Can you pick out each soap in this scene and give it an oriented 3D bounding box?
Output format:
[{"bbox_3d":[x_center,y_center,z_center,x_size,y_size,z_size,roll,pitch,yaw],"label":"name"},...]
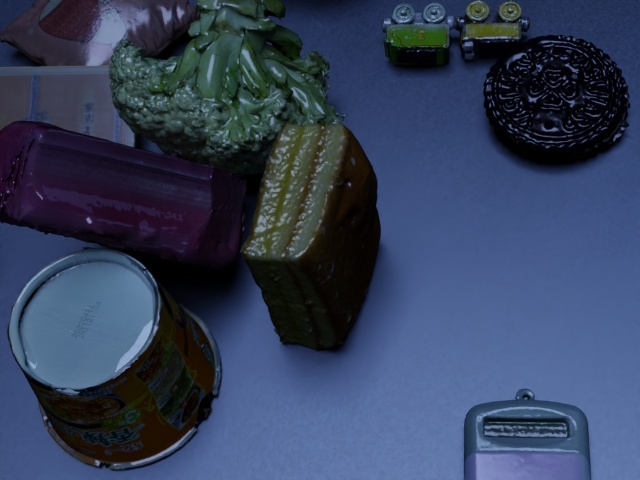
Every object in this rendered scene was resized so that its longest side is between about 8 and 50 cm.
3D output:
[{"bbox_3d":[-0.228,-0.048,1.343,0.220,0.324,0.127,11,86,56],"label":"soap"}]

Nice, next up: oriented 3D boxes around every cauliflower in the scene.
[{"bbox_3d":[-0.107,-0.210,1.438,0.272,0.250,0.275,17,19,17],"label":"cauliflower"}]

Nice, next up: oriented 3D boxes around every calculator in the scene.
[{"bbox_3d":[0.224,0.276,1.236,0.141,0.045,0.246,0,60,9],"label":"calculator"}]

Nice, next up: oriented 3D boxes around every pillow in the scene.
[{"bbox_3d":[-0.318,-0.314,1.630,0.223,0.084,0.236,37,76,20],"label":"pillow"}]

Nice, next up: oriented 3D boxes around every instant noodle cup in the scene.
[{"bbox_3d":[-0.245,0.125,1.316,0.230,0.182,0.230,-4,59,7],"label":"instant noodle cup"}]

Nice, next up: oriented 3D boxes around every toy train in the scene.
[{"bbox_3d":[0.183,-0.281,1.555,0.202,0.060,0.081,1,67,9],"label":"toy train"}]

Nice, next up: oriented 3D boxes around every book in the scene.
[{"bbox_3d":[-0.365,-0.155,1.554,0.241,0.018,0.170,0,84,10],"label":"book"}]

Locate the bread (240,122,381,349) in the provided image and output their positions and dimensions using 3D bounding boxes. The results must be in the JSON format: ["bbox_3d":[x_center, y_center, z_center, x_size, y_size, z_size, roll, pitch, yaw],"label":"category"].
[{"bbox_3d":[0.000,0.000,1.319,0.110,0.234,0.184,10,63,16],"label":"bread"}]

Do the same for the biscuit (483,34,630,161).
[{"bbox_3d":[0.307,-0.186,1.482,0.194,0.053,0.195,-3,61,6],"label":"biscuit"}]
